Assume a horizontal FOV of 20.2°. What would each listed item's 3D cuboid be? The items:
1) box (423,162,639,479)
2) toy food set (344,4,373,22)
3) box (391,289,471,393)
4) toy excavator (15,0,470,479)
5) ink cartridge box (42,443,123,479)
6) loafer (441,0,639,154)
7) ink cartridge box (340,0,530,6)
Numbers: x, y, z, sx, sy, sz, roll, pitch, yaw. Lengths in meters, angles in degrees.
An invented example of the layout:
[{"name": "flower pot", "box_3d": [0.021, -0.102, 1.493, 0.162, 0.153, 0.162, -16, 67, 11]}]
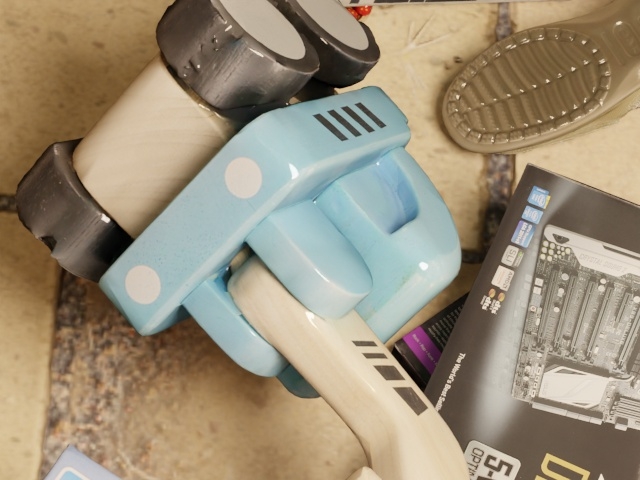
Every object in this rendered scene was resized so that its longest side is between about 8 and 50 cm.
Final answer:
[{"name": "box", "box_3d": [0.205, 0.129, 1.332, 0.242, 0.076, 0.307, 24, 82, 16]}, {"name": "toy food set", "box_3d": [0.006, -0.214, 1.543, 0.083, 0.020, 0.082, -15, 70, -11]}, {"name": "box", "box_3d": [0.154, 0.087, 1.430, 0.162, 0.029, 0.116, -33, 75, -16]}, {"name": "toy excavator", "box_3d": [0.003, 0.045, 1.226, 0.445, 0.433, 0.222, 47, 112, 7]}, {"name": "ink cartridge box", "box_3d": [-0.041, 0.326, 1.182, 0.395, 0.270, 0.151, 34, 71, 8]}, {"name": "loafer", "box_3d": [0.231, -0.139, 1.501, 0.269, 0.092, 0.102, -24, 70, 2]}, {"name": "ink cartridge box", "box_3d": [0.120, -0.288, 1.550, 0.333, 0.065, 0.165, -3, 67, -12]}]
